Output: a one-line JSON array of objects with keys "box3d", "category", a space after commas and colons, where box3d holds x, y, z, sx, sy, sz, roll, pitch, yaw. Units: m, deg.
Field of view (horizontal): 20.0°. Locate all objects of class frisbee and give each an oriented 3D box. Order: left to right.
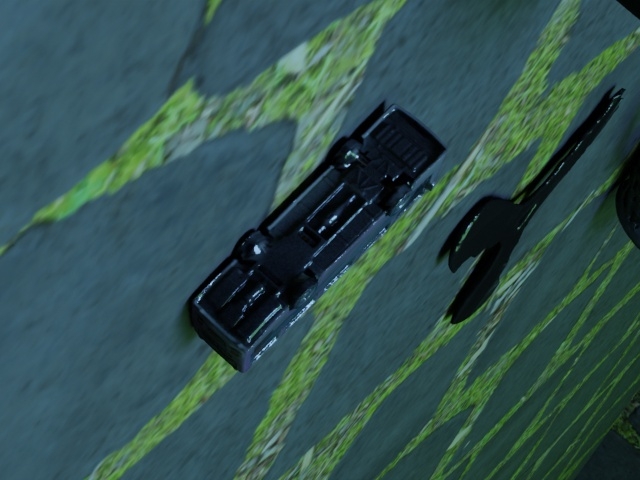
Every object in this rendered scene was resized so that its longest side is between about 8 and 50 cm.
[{"box3d": [0.140, -0.028, 1.195, 0.187, 0.012, 0.211, -48, 165, -13], "category": "frisbee"}]

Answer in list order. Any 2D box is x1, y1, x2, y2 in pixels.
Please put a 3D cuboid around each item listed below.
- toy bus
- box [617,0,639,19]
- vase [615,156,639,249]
[{"box3d": [0.000, 0.000, 0.785, 0.131, 0.037, 0.052, -45, 167, -19], "category": "toy bus"}, {"box3d": [0.179, -0.112, 0.729, 0.090, 0.201, 0.144, -48, 167, 5], "category": "box"}, {"box3d": [0.333, -0.094, 1.372, 0.251, 0.156, 0.301, -38, 167, -42], "category": "vase"}]
